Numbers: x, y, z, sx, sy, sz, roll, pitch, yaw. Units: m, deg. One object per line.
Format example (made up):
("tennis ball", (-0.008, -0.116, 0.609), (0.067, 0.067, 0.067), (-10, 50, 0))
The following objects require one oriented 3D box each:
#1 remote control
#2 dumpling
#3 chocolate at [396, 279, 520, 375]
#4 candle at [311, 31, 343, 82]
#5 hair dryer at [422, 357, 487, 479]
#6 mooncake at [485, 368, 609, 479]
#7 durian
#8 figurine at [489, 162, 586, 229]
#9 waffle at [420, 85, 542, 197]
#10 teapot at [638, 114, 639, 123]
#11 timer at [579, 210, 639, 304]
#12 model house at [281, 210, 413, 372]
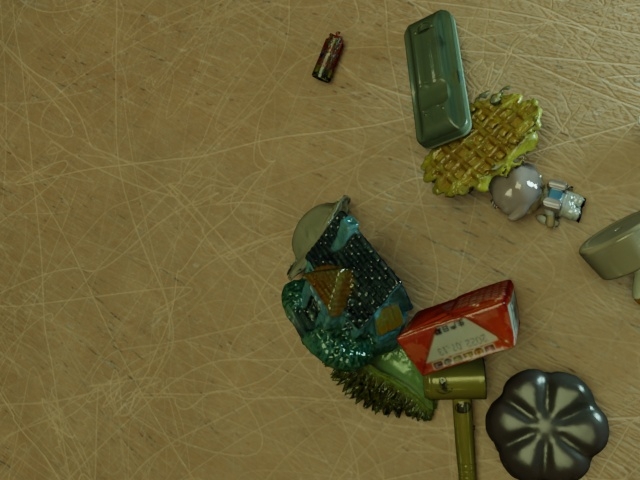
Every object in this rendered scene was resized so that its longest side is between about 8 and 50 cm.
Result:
("remote control", (0.263, -0.376, 1.576), (0.128, 0.065, 0.335), (-18, 63, 30))
("dumpling", (0.000, 0.000, 1.632), (0.142, 0.172, 0.247), (33, 97, 2))
("chocolate", (0.302, 0.181, 1.446), (0.234, 0.237, 0.108), (-22, 91, 19))
("candle", (0.024, -0.470, 1.743), (0.052, 0.052, 0.131), (24, 93, 24))
("hair dryer", (0.298, 0.396, 1.494), (0.134, 0.090, 0.279), (-5, 91, 7))
("mooncake", (0.461, 0.383, 1.409), (0.244, 0.133, 0.245), (-4, 78, 17))
("durian", (0.119, 0.270, 1.603), (0.198, 0.163, 0.394), (-36, 71, -26))
("figurine", (0.454, -0.100, 1.484), (0.228, 0.112, 0.137), (19, 86, 14))
("waffle", (0.351, -0.210, 1.512), (0.280, 0.060, 0.262), (-5, 61, 41))
("teapot", (0.753, -0.206, 1.373), (0.226, 0.092, 0.145), (18, 93, 23))
("timer", (0.660, 0.088, 1.362), (0.175, 0.175, 0.266), (-32, 88, 17))
("model house", (0.066, 0.098, 1.468), (0.261, 0.225, 0.241), (51, 145, 32))
